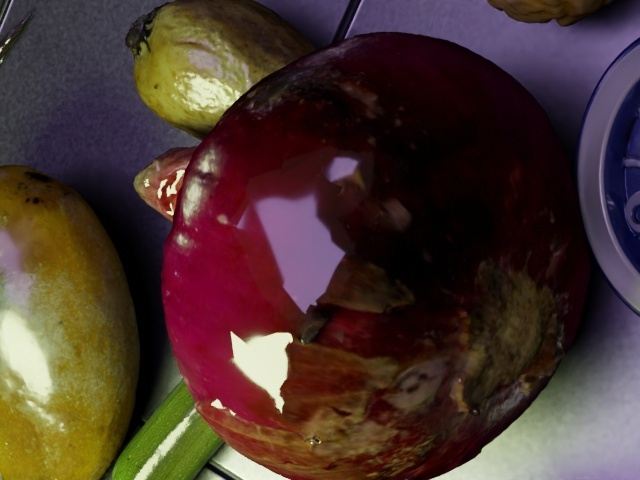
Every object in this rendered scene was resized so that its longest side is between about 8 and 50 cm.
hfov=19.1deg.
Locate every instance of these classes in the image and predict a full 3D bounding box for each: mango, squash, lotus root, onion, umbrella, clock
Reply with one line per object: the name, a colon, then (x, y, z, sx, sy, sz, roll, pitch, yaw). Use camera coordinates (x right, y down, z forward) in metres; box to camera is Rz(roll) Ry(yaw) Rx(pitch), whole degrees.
mango: (-0.251, 0.091, 1.657, 0.193, 0.146, 0.316, -3, 96, 31)
squash: (-0.101, 0.148, 1.621, 0.229, 0.066, 0.066, -49, 69, 16)
lotus root: (-0.059, -0.133, 1.573, 0.214, 0.138, 0.138, 21, 98, 14)
onion: (0.000, 0.000, 1.439, 0.385, 0.348, 0.347, 24, 99, 40)
umbrella: (-0.305, -0.165, 1.765, 0.122, 0.013, 0.022, -44, 49, 20)
clock: (0.292, -0.045, 1.376, 0.230, 0.083, 0.230, 3, 94, 50)

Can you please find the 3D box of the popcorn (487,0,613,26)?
popcorn: (0.179, -0.253, 1.441, 0.180, 0.180, 0.170, -38, 105, 21)
